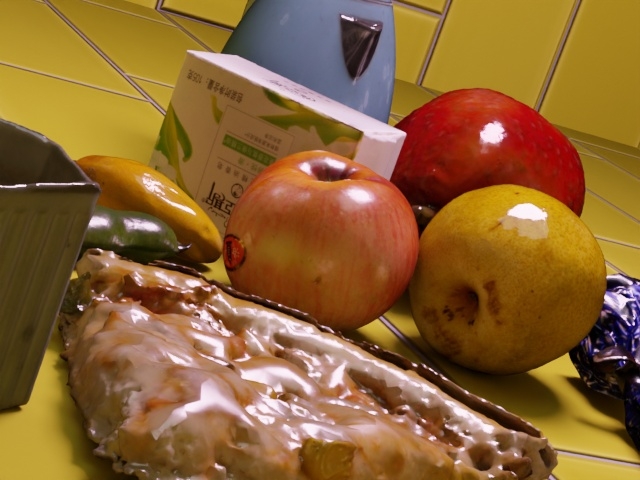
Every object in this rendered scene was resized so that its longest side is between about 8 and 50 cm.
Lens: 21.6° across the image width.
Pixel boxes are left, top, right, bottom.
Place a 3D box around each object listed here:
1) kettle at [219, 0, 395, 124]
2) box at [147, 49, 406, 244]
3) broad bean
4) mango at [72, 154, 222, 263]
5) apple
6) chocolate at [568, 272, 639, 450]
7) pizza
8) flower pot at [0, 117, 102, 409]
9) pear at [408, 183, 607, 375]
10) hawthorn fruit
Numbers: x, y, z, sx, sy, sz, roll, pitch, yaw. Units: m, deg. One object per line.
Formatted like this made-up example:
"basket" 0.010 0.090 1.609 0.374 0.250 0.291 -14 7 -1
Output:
"kettle" -0.039 -0.206 2.113 0.247 0.342 0.319 10 16 -33
"box" -0.058 -0.081 1.902 0.260 0.194 0.111 25 14 26
"broad bean" -0.266 -0.015 1.638 0.318 0.056 0.098 10 16 -30
"mango" -0.189 -0.036 1.781 0.190 0.075 0.098 32 -14 15
"apple" 0.000 0.000 1.696 0.209 0.164 0.209 11 24 -5
"chocolate" 0.348 0.157 1.731 0.148 0.126 0.343 24 17 -19
"pizza" -0.063 0.108 1.385 0.435 0.080 0.392 9 17 -44
"flower pot" -0.298 0.002 1.227 0.209 0.189 0.239 12 16 -31
"pear" 0.202 0.040 1.761 0.209 0.209 0.209 19 13 -5
"hawthorn fruit" 0.171 -0.048 1.965 0.265 0.265 0.307 24 12 18
